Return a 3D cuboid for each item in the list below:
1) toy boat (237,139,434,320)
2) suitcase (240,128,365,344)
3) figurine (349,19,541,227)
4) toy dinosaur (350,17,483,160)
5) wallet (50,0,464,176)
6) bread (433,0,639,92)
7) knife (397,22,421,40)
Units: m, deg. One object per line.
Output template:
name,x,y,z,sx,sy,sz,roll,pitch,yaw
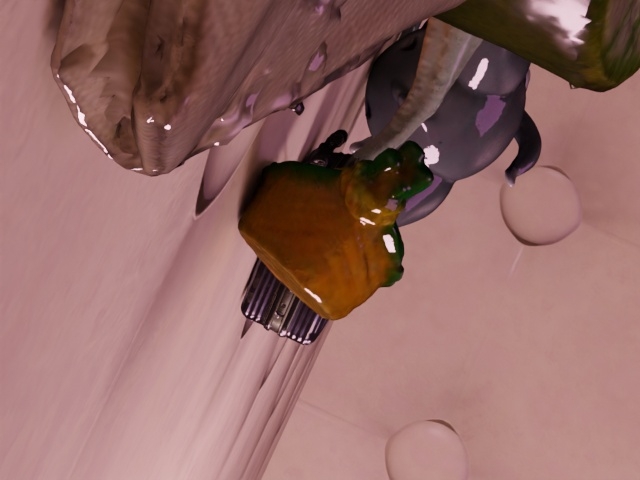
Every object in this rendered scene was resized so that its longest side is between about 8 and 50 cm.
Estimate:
toy boat,0.010,-0.013,0.854,0.088,0.089,0.229,-45,-177,-4
suitcase,0.000,0.000,1.058,0.086,0.059,0.126,-53,167,-68
figurine,0.104,-0.098,1.309,0.193,0.140,0.265,-51,154,14
toy dinosaur,0.133,-0.173,1.105,0.393,0.205,0.092,-40,-166,19
wallet,0.030,-0.159,0.431,0.335,0.068,0.275,-44,155,-63
bread,0.155,-0.254,0.784,0.382,0.129,0.366,-53,162,-31
knife,0.094,-0.213,1.397,0.210,0.015,0.028,-63,-179,-21
